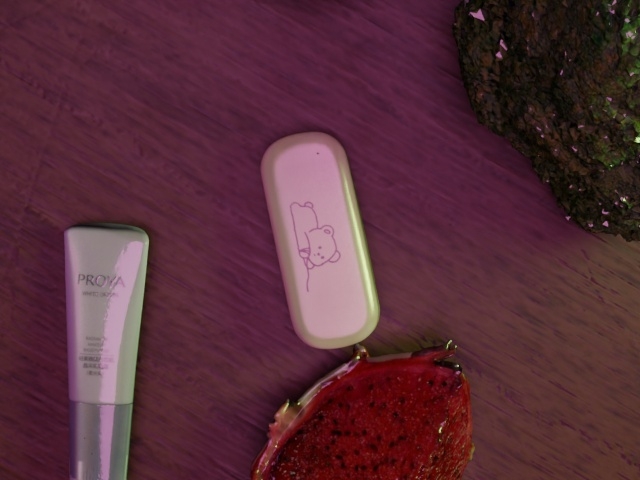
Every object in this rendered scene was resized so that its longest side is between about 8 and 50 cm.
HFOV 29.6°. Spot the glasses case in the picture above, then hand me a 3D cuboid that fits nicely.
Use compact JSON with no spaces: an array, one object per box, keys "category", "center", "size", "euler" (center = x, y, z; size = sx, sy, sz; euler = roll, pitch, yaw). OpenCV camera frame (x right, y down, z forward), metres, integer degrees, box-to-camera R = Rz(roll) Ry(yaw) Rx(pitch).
[{"category":"glasses case","center":[0.000,0.000,1.092],"size":[0.083,0.050,0.196],"euler":[-13,91,6]}]

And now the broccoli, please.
[{"category":"broccoli","center":[0.280,-0.175,0.962],"size":[0.321,0.310,0.413],"euler":[17,130,-9]}]

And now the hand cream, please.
[{"category":"hand cream","center":[-0.200,0.111,1.114],"size":[0.079,0.048,0.255],"euler":[2,96,2]}]

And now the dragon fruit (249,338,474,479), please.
[{"category":"dragon fruit","center":[0.033,0.214,1.096],"size":[0.161,0.126,0.274],"euler":[18,71,27]}]
